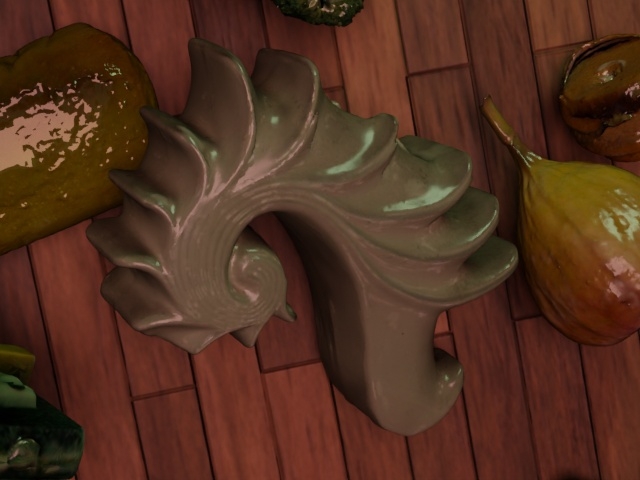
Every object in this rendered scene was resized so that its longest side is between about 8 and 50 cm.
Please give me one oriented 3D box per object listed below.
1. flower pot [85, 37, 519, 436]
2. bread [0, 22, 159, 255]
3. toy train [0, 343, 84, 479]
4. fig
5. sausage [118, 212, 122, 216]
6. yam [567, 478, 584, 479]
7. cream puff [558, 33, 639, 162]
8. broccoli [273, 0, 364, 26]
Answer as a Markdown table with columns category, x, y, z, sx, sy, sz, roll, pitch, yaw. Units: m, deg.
| category | x | y | z | sx | sy | sz | roll | pitch | yaw |
| --- | --- | --- | --- | --- | --- | --- | --- | --- | --- |
| flower pot | 0.000 | 0.000 | 0.973 | 0.367 | 0.164 | 0.254 | 25 | 92 | -28 |
| bread | -0.319 | -0.055 | 0.966 | 0.383 | 0.112 | 0.166 | -23 | 97 | -6 |
| toy train | -0.330 | 0.237 | 0.904 | 0.160 | 0.253 | 0.397 | 16 | 94 | -43 |
| fig | 0.224 | -0.026 | 1.027 | 0.159 | 0.159 | 0.257 | -37 | 91 | -3 |
| sausage | -0.119 | -0.030 | 1.034 | 0.147 | 0.035 | 0.030 | -20 | 131 | -8 |
| yam | 0.352 | 0.287 | 1.118 | 0.264 | 0.046 | 0.046 | 19 | 92 | -9 |
| cream puff | 0.289 | -0.134 | 1.043 | 0.133 | 0.119 | 0.104 | -29 | 122 | 10 |
| broccoli | -0.002 | -0.297 | 0.913 | 0.270 | 0.270 | 0.270 | -8 | 108 | -26 |
